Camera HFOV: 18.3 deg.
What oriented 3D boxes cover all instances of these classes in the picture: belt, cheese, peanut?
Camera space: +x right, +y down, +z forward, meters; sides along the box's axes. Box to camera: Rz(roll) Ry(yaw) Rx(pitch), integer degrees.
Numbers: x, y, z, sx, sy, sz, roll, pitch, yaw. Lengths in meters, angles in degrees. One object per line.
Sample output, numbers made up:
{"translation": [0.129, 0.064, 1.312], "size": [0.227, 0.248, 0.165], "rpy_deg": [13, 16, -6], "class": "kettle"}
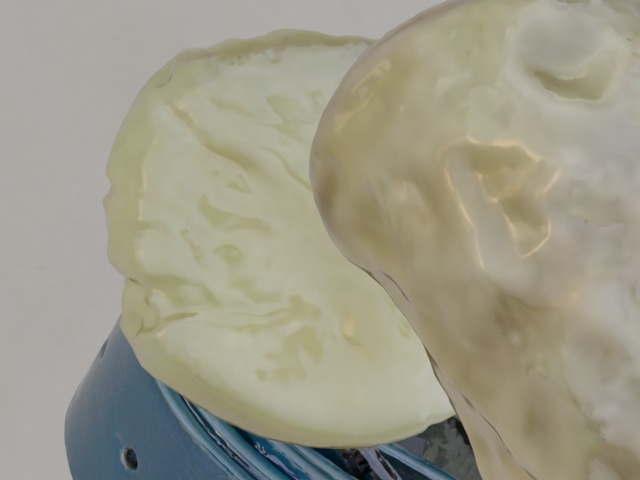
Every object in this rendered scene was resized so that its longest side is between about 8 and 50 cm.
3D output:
{"translation": [0.039, 0.171, 1.407], "size": [0.436, 0.173, 0.300], "rpy_deg": [34, 37, -3], "class": "belt"}
{"translation": [0.000, 0.000, 1.028], "size": [0.226, 0.117, 0.214], "rpy_deg": [3, 90, -4], "class": "cheese"}
{"translation": [0.137, 0.042, 0.529], "size": [0.325, 0.153, 0.140], "rpy_deg": [34, 37, -23], "class": "peanut"}
